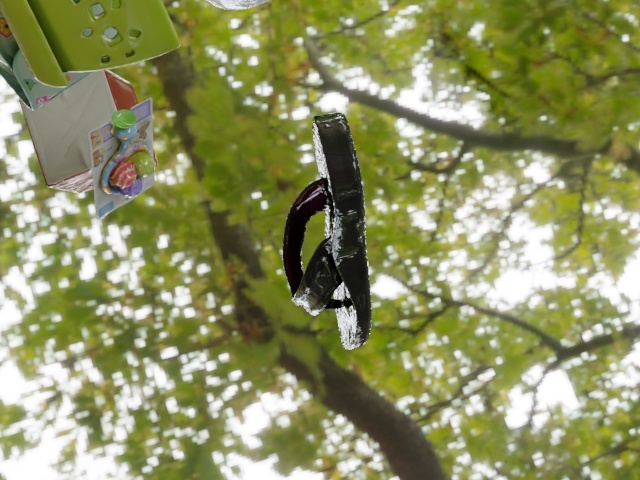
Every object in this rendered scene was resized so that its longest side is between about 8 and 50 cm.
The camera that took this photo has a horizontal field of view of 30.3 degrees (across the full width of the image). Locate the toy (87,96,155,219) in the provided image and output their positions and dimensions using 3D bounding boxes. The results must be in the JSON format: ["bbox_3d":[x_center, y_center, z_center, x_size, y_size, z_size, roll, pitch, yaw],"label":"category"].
[{"bbox_3d":[-0.337,-0.132,2.097,0.056,0.137,0.237,41,-31,26],"label":"toy"}]

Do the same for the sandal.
[{"bbox_3d":[-0.001,-0.003,1.577,0.446,0.107,0.167,83,-6,-54],"label":"sandal"}]

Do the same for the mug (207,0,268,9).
[{"bbox_3d":[-0.209,-0.582,2.062,0.374,0.276,0.328,2,-47,30],"label":"mug"}]

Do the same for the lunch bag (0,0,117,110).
[{"bbox_3d":[-0.457,-0.371,1.931,0.262,0.223,0.160,57,-18,-21],"label":"lunch bag"}]

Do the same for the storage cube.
[{"bbox_3d":[-0.452,-0.211,2.330,0.193,0.184,0.215,14,58,-83],"label":"storage cube"}]

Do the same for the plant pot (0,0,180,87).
[{"bbox_3d":[-0.356,-0.349,1.710,0.228,0.207,0.227,67,-9,-20],"label":"plant pot"}]
